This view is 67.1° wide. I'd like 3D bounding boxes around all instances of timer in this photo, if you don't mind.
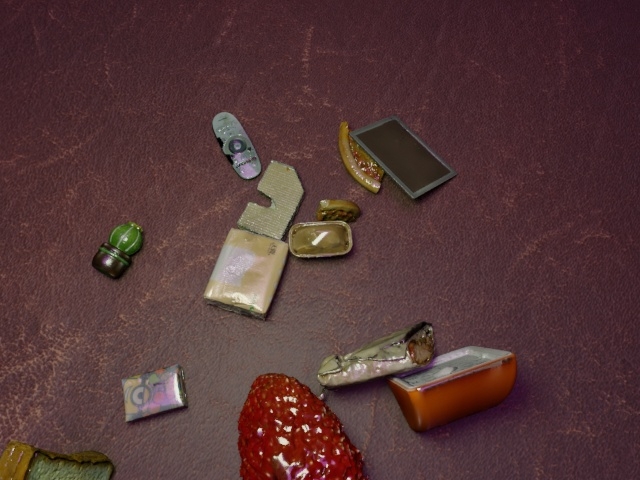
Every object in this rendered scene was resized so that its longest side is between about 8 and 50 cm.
[{"bbox_3d":[0.311,0.340,1.141,0.257,0.250,0.161,-16,68,-7],"label":"timer"}]

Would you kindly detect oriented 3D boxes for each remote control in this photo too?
[{"bbox_3d":[-0.267,-0.299,1.524,0.097,0.045,0.256,-24,72,-9],"label":"remote control"}]

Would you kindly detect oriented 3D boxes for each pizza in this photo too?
[{"bbox_3d":[0.044,-0.076,1.401,0.175,0.134,0.046,4,70,-41],"label":"pizza"},{"bbox_3d":[0.131,-0.264,1.505,0.134,0.056,0.271,-11,67,-5],"label":"pizza"}]

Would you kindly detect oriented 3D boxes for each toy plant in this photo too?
[{"bbox_3d":[-0.564,0.021,1.359,0.092,0.093,0.162,23,66,9],"label":"toy plant"}]

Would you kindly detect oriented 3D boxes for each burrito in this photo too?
[{"bbox_3d":[0.154,0.294,1.206,0.347,0.175,0.107,-17,93,-8],"label":"burrito"}]

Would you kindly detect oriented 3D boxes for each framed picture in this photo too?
[{"bbox_3d":[0.254,-0.264,1.488,0.231,0.018,0.293,-28,69,-34],"label":"framed picture"}]

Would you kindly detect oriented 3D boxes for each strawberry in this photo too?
[{"bbox_3d":[-0.043,0.466,1.098,0.292,0.292,0.344,-5,52,-3],"label":"strawberry"}]

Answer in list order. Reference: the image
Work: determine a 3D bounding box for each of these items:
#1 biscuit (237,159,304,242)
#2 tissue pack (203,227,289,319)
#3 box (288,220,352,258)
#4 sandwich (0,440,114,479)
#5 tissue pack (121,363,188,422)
[{"bbox_3d":[-0.136,-0.117,1.444,0.147,0.046,0.250,19,69,9],"label":"biscuit"},{"bbox_3d":[-0.202,0.089,1.331,0.186,0.090,0.222,17,68,5],"label":"tissue pack"},{"bbox_3d":[0.000,0.000,1.365,0.177,0.111,0.111,-4,67,-2],"label":"box"},{"bbox_3d":[-0.591,0.573,1.023,0.095,0.273,0.249,8,65,19],"label":"sandwich"},{"bbox_3d":[-0.419,0.386,1.219,0.148,0.060,0.109,-14,69,-5],"label":"tissue pack"}]
